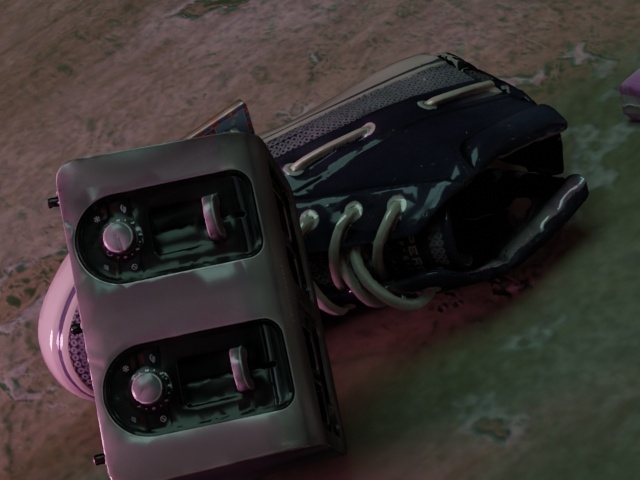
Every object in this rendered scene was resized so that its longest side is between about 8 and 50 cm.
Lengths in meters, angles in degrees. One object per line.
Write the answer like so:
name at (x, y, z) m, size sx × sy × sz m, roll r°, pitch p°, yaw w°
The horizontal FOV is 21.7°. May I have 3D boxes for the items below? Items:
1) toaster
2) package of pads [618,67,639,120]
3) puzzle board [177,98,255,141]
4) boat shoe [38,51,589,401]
toaster at (-0.059, 0.047, 0.877) m, size 0.110 × 0.186 × 0.168 m, roll -12°, pitch 78°, yaw 4°
package of pads at (0.239, -0.107, 1.089) m, size 0.083 × 0.032 × 0.050 m, roll -39°, pitch 39°, yaw -21°
puzzle board at (-0.074, -0.021, 1.078) m, size 0.096 × 0.128 × 0.011 m, roll -36°, pitch 53°, yaw -17°
boat shoe at (0.000, 0.000, 0.999) m, size 0.340 × 0.127 × 0.158 m, roll -35°, pitch 29°, yaw -16°
